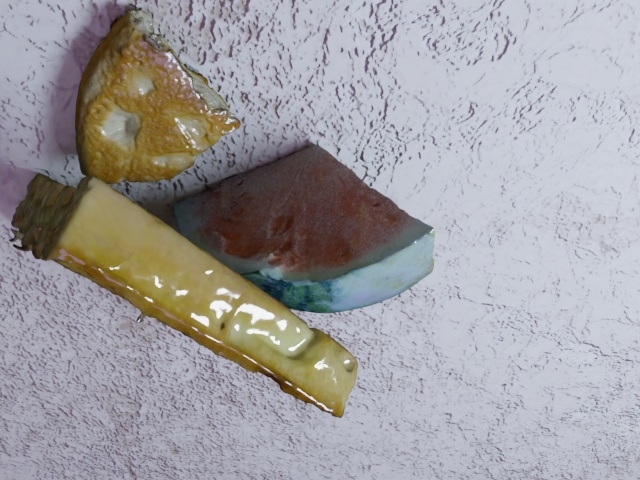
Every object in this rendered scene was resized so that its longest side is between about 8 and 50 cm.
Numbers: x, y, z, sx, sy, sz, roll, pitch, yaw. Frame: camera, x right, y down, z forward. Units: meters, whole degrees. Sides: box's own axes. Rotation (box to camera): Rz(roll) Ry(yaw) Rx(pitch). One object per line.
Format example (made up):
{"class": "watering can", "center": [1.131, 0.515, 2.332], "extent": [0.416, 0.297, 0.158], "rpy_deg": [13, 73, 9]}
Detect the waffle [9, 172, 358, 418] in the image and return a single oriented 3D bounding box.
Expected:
{"class": "waffle", "center": [-0.150, 0.047, 0.692], "extent": [0.304, 0.348, 0.078], "rpy_deg": [36, 78, -29]}

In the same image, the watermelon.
{"class": "watermelon", "center": [0.000, 0.000, 0.740], "extent": [0.255, 0.260, 0.176], "rpy_deg": [-2, 122, -26]}

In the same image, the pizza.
{"class": "pizza", "center": [-0.157, -0.131, 0.686], "extent": [0.161, 0.063, 0.182], "rpy_deg": [11, 126, -6]}
